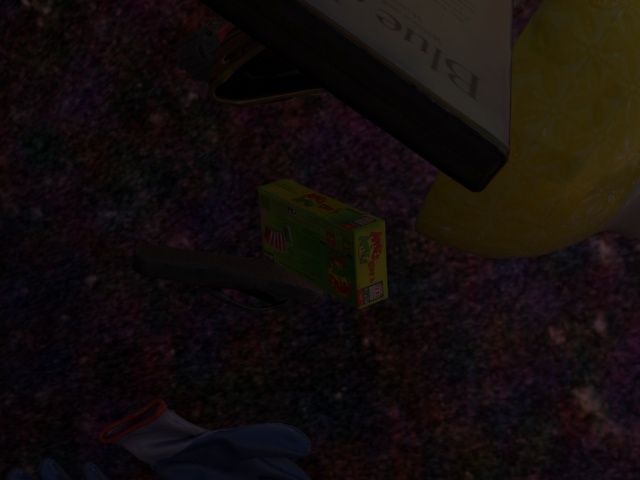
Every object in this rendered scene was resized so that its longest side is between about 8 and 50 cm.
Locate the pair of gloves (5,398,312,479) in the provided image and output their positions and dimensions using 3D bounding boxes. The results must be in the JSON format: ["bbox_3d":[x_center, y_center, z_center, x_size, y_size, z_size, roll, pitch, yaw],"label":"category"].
[{"bbox_3d":[-0.102,0.159,0.628,0.159,0.198,0.023,41,24,-40],"label":"pair of gloves"}]

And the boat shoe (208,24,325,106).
[{"bbox_3d":[0.020,-0.200,1.023,0.111,0.307,0.104,54,39,-29],"label":"boat shoe"}]

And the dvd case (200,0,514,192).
[{"bbox_3d":[0.008,-0.129,0.430,0.180,0.022,0.253,34,29,-8],"label":"dvd case"}]

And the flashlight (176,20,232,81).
[{"bbox_3d":[-0.089,-0.309,1.421,0.103,0.304,0.103,33,54,-37],"label":"flashlight"}]

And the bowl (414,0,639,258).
[{"bbox_3d":[0.218,-0.090,0.805,0.156,0.289,0.289,33,52,9],"label":"bowl"}]

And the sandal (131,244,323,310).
[{"bbox_3d":[-0.123,0.054,1.319,0.254,0.097,0.054,10,104,-4],"label":"sandal"}]

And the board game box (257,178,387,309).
[{"bbox_3d":[0.000,0.000,1.107,0.043,0.181,0.092,-20,119,-31],"label":"board game box"}]
